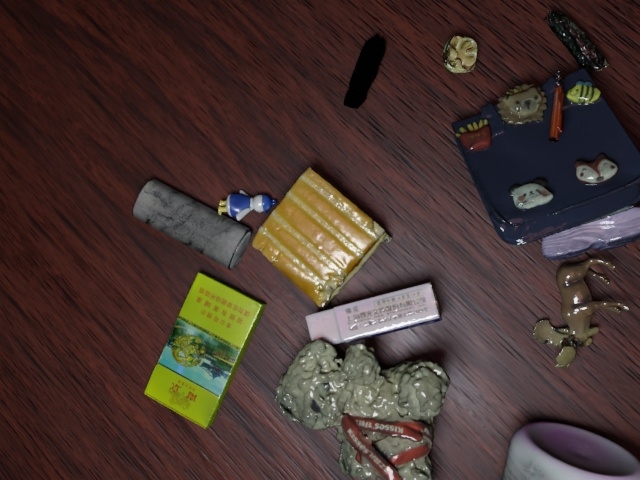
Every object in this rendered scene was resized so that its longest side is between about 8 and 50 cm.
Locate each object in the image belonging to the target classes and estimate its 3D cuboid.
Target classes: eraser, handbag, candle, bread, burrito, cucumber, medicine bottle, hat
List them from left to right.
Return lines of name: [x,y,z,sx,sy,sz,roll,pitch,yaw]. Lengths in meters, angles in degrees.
bread: [0.000,0.000,1.300,0.246,0.111,0.239,40,98,9]
burrito: [0.108,-0.402,1.334,0.058,0.045,0.188,21,89,5]
eraser: [0.123,0.169,1.256,0.287,0.130,0.086,-16,83,12]
hat: [0.317,-0.424,1.286,0.076,0.059,0.077,8,94,-4]
handbag: [0.466,-0.184,1.172,0.303,0.122,0.329,-20,64,10]
candle: [0.479,-0.272,1.127,0.026,0.021,0.167,-1,64,35]
medicine bottle: [0.476,0.554,1.095,0.256,0.256,0.324,11,96,12]
cucumber: [0.566,-0.442,1.239,0.053,0.053,0.181,-35,80,8]

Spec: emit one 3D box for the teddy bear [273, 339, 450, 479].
teddy bear: [0.071,0.370,1.190,0.368,0.224,0.357,7,112,6]

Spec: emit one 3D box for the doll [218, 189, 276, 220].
doll: [-0.178,-0.088,1.366,0.143,0.057,0.098,-5,48,4]

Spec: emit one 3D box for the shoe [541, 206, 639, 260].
shoe: [0.584,-0.048,1.193,0.245,0.095,0.137,-16,76,12]

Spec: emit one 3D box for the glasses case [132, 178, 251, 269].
glasses case: [-0.322,-0.044,1.393,0.299,0.060,0.114,28,94,12]

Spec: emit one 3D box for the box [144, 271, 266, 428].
box: [-0.285,0.267,1.376,0.187,0.047,0.335,25,93,11]

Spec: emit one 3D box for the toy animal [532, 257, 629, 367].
toy animal: [0.546,0.154,1.196,0.186,0.094,0.214,-13,77,6]
